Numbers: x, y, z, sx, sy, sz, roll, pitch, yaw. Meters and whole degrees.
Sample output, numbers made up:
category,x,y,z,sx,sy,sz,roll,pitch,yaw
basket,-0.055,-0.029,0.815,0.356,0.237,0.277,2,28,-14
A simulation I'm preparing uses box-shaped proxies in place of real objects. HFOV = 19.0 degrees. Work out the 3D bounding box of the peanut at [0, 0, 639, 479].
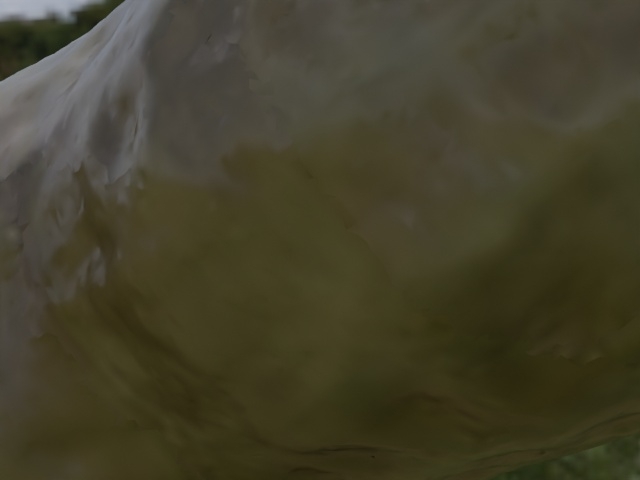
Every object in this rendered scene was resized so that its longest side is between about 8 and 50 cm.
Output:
category,x,y,z,sx,sy,sz,roll,pitch,yaw
peanut,0.000,0.000,0.477,0.387,0.169,0.192,-35,2,16
